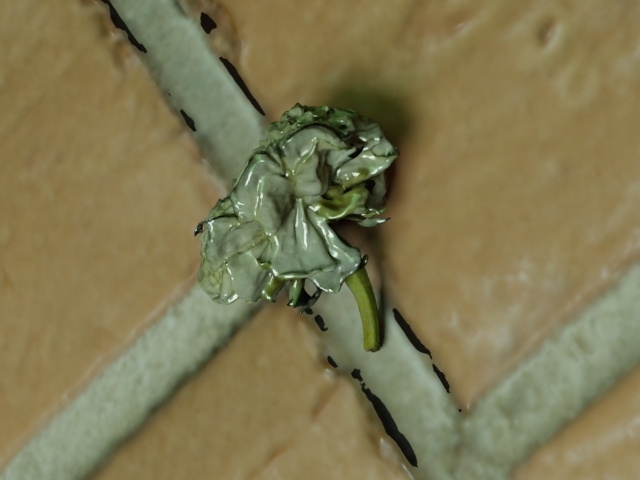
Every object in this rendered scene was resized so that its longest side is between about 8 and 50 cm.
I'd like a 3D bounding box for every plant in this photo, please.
[{"bbox_3d":[0.000,0.000,0.906,0.122,0.104,0.116,48,131,3],"label":"plant"}]
